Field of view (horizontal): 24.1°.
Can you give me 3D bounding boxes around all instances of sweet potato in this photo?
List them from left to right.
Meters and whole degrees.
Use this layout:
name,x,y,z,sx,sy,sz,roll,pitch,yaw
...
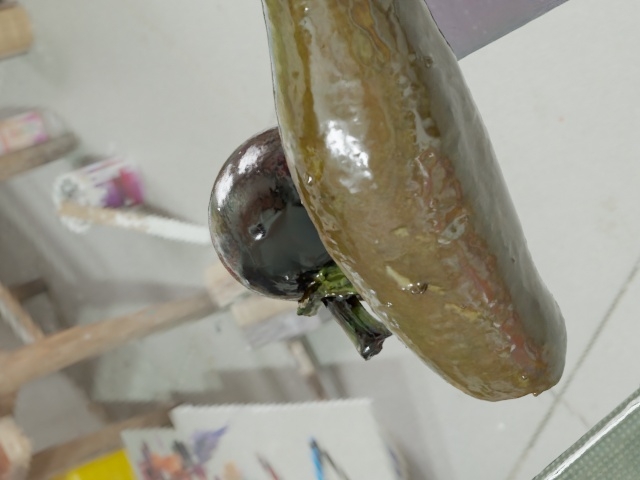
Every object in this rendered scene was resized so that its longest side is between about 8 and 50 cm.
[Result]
name,x,y,z,sx,sy,sz,roll,pitch,yaw
sweet potato,0.016,-0.043,0.520,0.077,0.077,0.244,-1,126,45

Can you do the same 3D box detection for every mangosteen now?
name,x,y,z,sx,sy,sz,roll,pitch,yaw
mangosteen,0.000,0.000,1.721,0.289,0.231,0.231,62,141,28

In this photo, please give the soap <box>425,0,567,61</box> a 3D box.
name,x,y,z,sx,sy,sz,roll,pitch,yaw
soap,0.145,-0.334,1.274,0.285,0.107,0.296,-29,100,13

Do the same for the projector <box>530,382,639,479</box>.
name,x,y,z,sx,sy,sz,roll,pitch,yaw
projector,0.219,0.207,0.825,0.177,0.163,0.242,-41,64,9
